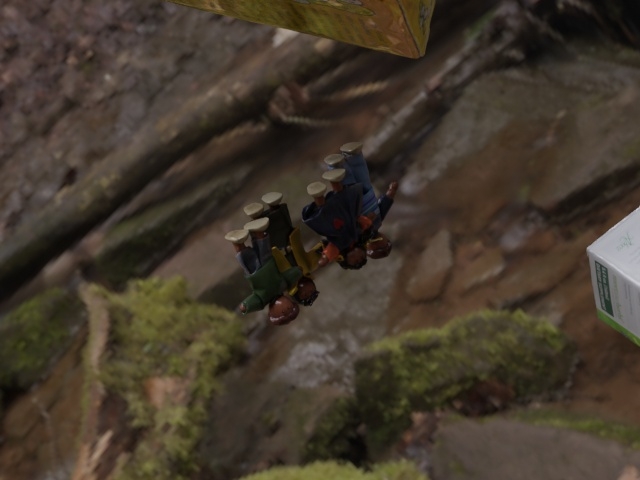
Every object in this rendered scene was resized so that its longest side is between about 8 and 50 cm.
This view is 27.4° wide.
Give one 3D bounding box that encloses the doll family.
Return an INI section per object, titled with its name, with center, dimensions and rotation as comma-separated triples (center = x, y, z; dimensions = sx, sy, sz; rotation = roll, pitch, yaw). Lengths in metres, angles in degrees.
[doll family]
center = 0.000, 0.000, 1.130
dimensions = 0.193, 0.111, 0.076
rotation = -31, 24, -16

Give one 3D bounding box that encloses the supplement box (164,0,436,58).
[supplement box]
center = -0.074, -0.291, 1.021
dimensions = 0.195, 0.356, 0.194
rotation = 26, -102, -79

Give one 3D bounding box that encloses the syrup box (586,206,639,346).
[syrup box]
center = 0.341, 0.067, 1.092
dimensions = 0.096, 0.093, 0.237
rotation = -36, 46, -15
